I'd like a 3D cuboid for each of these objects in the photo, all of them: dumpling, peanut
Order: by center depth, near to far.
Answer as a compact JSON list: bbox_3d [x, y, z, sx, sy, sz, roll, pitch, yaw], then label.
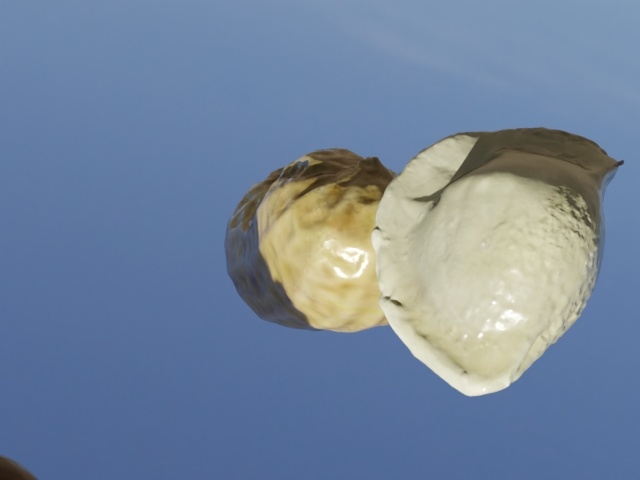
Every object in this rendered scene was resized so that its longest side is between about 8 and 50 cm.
[{"bbox_3d":[0.118,0.004,1.238,0.166,0.216,0.126,16,173,19],"label":"dumpling"},{"bbox_3d":[0.000,0.000,1.429,0.140,0.153,0.325,-8,-173,-16],"label":"peanut"}]

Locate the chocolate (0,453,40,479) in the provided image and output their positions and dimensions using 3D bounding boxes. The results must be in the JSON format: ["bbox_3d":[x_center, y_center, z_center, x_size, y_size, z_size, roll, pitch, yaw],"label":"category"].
[{"bbox_3d":[-0.311,0.260,1.476,0.176,0.177,0.177,10,-161,-4],"label":"chocolate"}]
